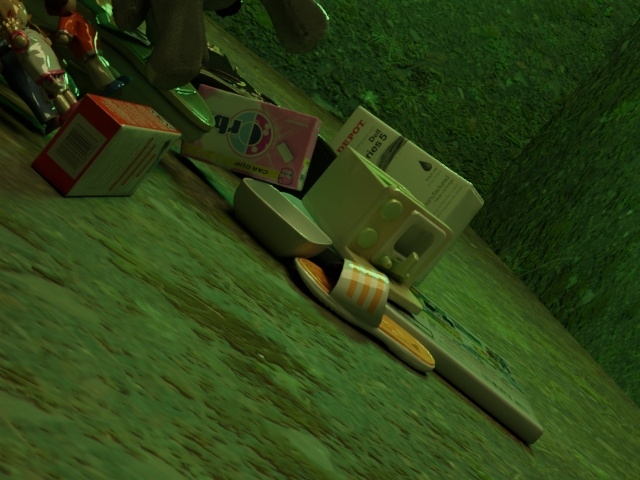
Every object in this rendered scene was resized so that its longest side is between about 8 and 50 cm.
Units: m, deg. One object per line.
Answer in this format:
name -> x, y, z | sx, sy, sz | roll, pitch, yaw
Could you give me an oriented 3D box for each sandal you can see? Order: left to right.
sandal -> 0.076, 0.083, 1.401 | 0.265, 0.076, 0.102 | 36, 11, -23

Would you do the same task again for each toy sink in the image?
toy sink -> 0.099, -0.021, 1.560 | 0.152, 0.131, 0.234 | 33, 13, -35

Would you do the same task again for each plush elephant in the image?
plush elephant -> -0.198, -0.352, 1.288 | 0.255, 0.272, 0.330 | 1, -64, 52

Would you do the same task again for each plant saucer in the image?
plant saucer -> 0.000, 0.000, 1.589 | 0.195, 0.037, 0.195 | 40, 10, -8

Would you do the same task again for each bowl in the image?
bowl -> -0.060, -0.023, 1.428 | 0.142, 0.053, 0.142 | 43, 11, 13

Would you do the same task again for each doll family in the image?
doll family -> -0.321, -0.201, 1.111 | 0.163, 0.118, 0.263 | 57, 11, -13

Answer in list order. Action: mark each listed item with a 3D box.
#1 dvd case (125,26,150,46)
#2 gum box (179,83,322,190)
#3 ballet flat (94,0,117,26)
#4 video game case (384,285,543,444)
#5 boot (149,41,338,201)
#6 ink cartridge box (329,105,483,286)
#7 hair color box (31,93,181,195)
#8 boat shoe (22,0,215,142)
dvd case -> -0.336, -0.377, 1.988 | 0.238, 0.029, 0.179 | 34, 12, -37
gum box -> -0.104, -0.149, 1.460 | 0.188, 0.107, 0.062 | 17, 2, 7
ballet flat -> -0.461, -0.433, 1.585 | 0.342, 0.116, 0.124 | 43, 16, -14
video game case -> 0.198, 0.163, 1.630 | 0.329, 0.036, 0.300 | 38, 10, -10
boot -> -0.137, -0.213, 1.747 | 0.377, 0.138, 0.284 | 28, 15, -30
ink cartridge box -> 0.121, -0.081, 1.816 | 0.273, 0.198, 0.115 | 38, 1, 26
hair color box -> -0.217, -0.096, 1.048 | 0.053, 0.093, 0.167 | 42, 10, 8
boat shoe -> -0.276, -0.222, 1.336 | 0.302, 0.103, 0.113 | 41, 13, 1
